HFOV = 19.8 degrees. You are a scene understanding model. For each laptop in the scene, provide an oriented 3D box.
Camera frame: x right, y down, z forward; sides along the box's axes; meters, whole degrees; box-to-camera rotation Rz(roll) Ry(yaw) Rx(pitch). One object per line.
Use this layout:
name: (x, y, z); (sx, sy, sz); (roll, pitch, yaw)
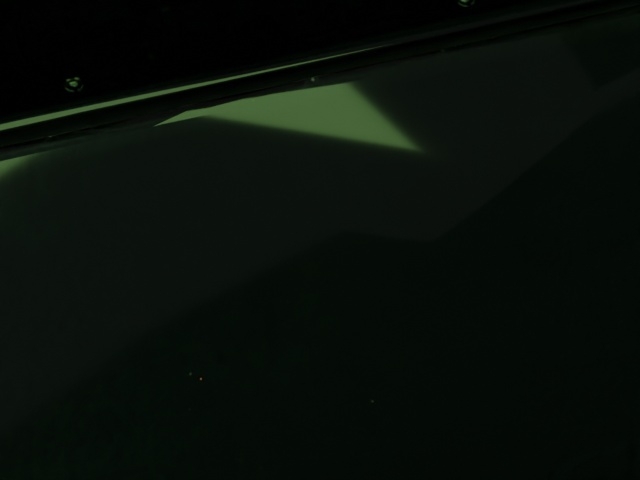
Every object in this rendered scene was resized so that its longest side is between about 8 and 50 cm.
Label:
laptop: (-0.047, -0.031, 0.631); (0.382, 0.408, 0.236); (-14, 150, -19)
